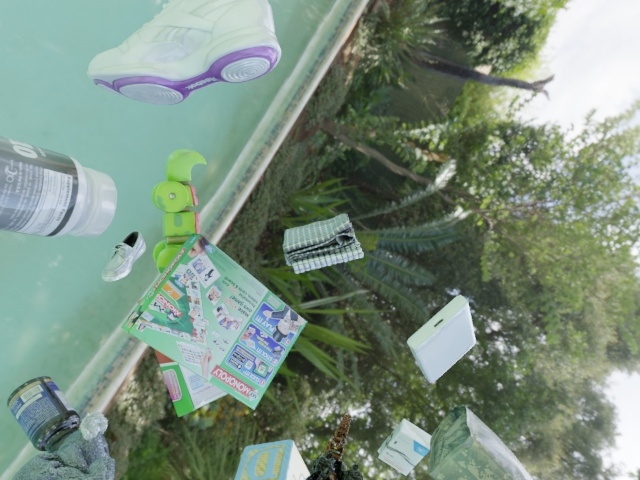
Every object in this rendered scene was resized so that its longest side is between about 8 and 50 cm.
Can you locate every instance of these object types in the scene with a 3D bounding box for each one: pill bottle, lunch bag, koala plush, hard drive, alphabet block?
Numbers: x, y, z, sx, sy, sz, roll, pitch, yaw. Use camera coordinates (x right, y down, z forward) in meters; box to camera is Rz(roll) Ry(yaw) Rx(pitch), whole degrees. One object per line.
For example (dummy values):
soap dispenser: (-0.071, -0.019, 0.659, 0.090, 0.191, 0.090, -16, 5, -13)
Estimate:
pill bottle: (-0.736, 0.486, 1.267, 0.123, 0.219, 0.123, -41, 159, -20)
pill bottle: (-0.531, -0.092, 0.835, 0.161, 0.161, 0.283, -58, 149, 11)
lunch bag: (0.408, 0.570, 1.182, 0.169, 0.235, 0.287, -48, 168, 10)
koala plush: (-0.576, 0.525, 1.096, 0.221, 0.203, 0.196, -100, -146, -72)
hard drive: (0.426, 0.349, 1.602, 0.233, 0.047, 0.353, -40, 142, -6)
alphabet block: (-0.160, 0.826, 1.582, 0.193, 0.197, 0.192, -14, -157, 16)

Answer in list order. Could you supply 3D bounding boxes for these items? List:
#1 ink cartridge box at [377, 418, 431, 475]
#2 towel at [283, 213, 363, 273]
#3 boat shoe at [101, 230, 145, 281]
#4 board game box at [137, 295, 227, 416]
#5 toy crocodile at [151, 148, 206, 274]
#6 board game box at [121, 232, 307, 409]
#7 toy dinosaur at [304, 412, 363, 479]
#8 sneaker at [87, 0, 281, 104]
ink cartridge box: (0.254, 0.654, 1.453, 0.180, 0.104, 0.060, -63, 173, 28)
towel: (0.000, 0.000, 1.512, 0.235, 0.121, 0.283, -14, -169, 1)
boat shoe: (-0.628, 0.042, 1.477, 0.227, 0.079, 0.081, -79, 168, -59)
board game box: (-0.336, 0.283, 1.280, 0.064, 0.316, 0.242, -30, 167, 26)
toy crocodile: (-0.300, -0.024, 0.995, 0.115, 0.105, 0.340, -169, -102, -66)
board game box: (-0.189, 0.164, 0.917, 0.046, 0.317, 0.213, 7, -122, 52)
toy dinosaur: (0.017, 0.647, 1.280, 0.218, 0.164, 0.322, 117, -28, -69)
sneaker: (-0.209, -0.300, 0.710, 0.114, 0.305, 0.152, 23, 59, -77)
